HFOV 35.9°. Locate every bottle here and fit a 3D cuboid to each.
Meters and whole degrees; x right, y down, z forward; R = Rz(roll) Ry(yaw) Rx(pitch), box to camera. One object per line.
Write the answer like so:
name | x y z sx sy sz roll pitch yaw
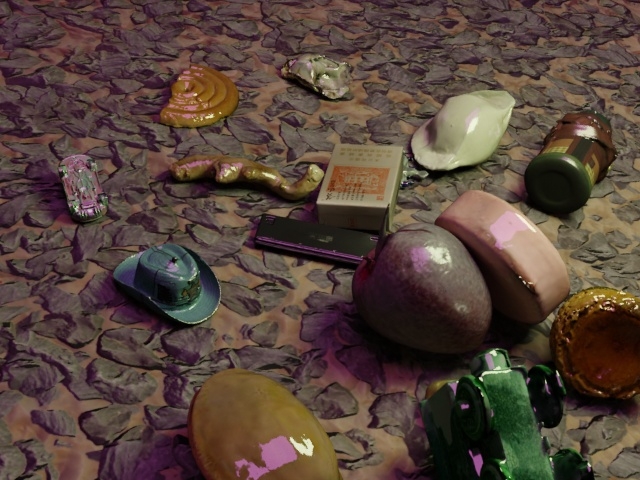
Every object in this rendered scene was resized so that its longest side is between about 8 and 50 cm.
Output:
bottle | 0.515 -0.166 1.971 0.143 0.156 0.271 -5 28 37

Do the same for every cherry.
cherry | 0.154 0.075 1.553 0.266 0.213 0.183 46 67 -3

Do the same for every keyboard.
keyboard | 0.000 0.000 1.754 0.230 0.025 0.093 12 42 3

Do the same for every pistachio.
pistachio | -0.088 0.272 1.317 0.213 0.163 0.260 17 22 -49

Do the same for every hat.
hat | -0.246 0.052 1.602 0.191 0.078 0.138 32 43 24

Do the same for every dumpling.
dumpling | 0.276 -0.224 2.020 0.179 0.131 0.252 19 59 40

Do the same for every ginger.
ginger | -0.138 -0.122 1.833 0.288 0.075 0.089 9 16 6

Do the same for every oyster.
oyster | -0.006 -0.367 2.160 0.166 0.053 0.108 32 71 13

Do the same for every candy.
candy | 0.297 0.030 1.608 0.094 0.255 0.255 -43 58 -11

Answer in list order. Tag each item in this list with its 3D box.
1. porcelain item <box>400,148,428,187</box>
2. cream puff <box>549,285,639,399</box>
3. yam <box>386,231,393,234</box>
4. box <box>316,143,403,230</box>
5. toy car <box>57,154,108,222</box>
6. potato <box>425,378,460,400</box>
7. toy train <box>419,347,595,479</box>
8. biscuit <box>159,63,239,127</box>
porcelain item | 0.175 -0.134 1.946 0.075 0.021 0.136 9 41 6
cream puff | 0.458 0.149 1.593 0.183 0.183 0.169 12 15 3
yam | 0.155 0.004 1.790 0.107 0.014 0.014 23 42 15
box | 0.077 -0.102 1.846 0.141 0.058 0.201 5 40 12
toy car | -0.421 -0.091 1.752 0.069 0.055 0.142 -15 56 -15
potato | 0.221 0.249 1.472 0.138 0.070 0.091 35 28 24
toy train | 0.244 0.282 1.295 0.145 0.202 0.266 -6 65 -17
biscuit | -0.241 -0.298 2.047 0.144 0.033 0.224 14 41 6
